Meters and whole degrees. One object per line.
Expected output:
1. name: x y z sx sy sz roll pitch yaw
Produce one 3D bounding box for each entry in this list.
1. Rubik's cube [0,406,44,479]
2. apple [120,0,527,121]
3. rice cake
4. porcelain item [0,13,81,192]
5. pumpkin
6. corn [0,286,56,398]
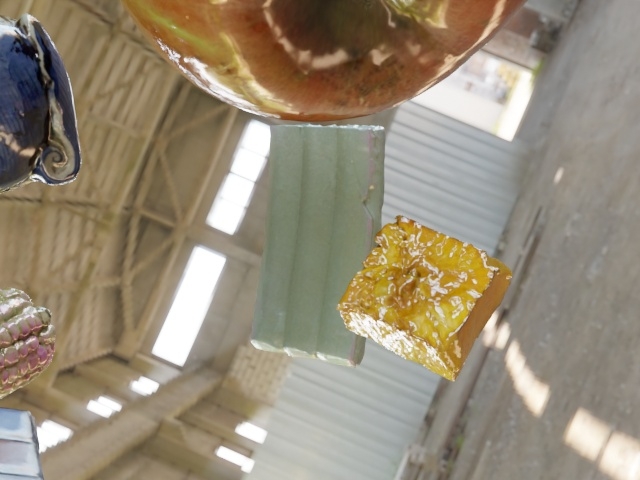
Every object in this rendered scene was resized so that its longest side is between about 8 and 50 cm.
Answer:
1. Rubik's cube: -0.371 0.296 0.831 0.292 0.293 0.287 -132 57 -63
2. apple: -0.010 -0.266 0.787 0.338 0.338 0.305 107 152 -46
3. rice cake: 0.000 0.000 1.093 0.043 0.127 0.237 18 -102 -66
4. porcelain item: -0.320 -0.063 0.837 0.138 0.287 0.186 -91 -13 -79
5. pumpkin: 0.062 0.033 0.646 0.074 0.083 0.054 -54 -30 -21
6. corn: -0.415 0.154 1.210 0.335 0.126 0.127 -41 -26 -60
